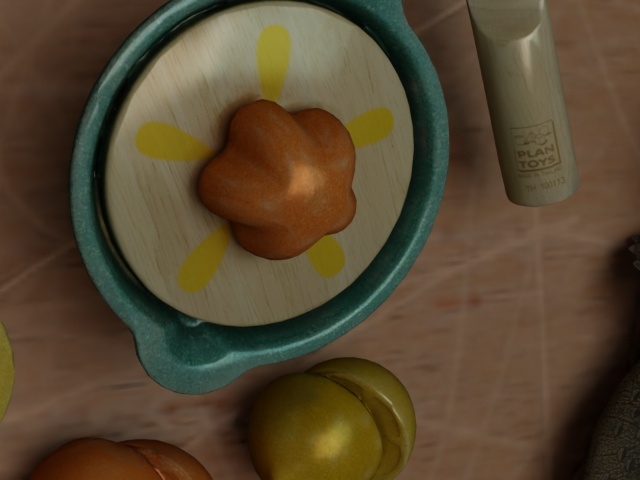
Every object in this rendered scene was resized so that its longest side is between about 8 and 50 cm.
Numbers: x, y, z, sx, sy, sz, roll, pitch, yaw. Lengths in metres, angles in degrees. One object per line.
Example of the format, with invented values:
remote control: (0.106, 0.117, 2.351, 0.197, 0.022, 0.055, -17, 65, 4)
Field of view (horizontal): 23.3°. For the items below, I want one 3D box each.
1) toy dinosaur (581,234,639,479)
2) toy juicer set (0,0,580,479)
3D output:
toy dinosaur: (0.170, 0.102, 0.663, 0.160, 0.121, 0.313, 25, 87, -15)
toy juicer set: (0.000, 0.000, 0.531, 0.329, 0.089, 0.209, -42, 121, -9)
